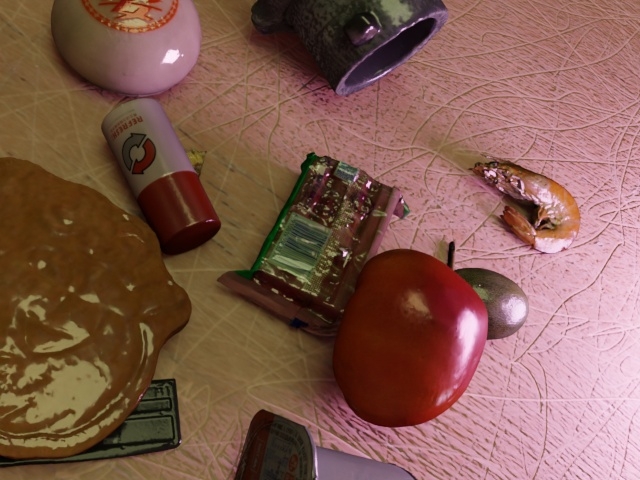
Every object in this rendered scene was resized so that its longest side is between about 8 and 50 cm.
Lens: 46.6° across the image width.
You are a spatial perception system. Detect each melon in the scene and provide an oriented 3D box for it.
[{"bbox_3d":[0.250,0.100,1.174,0.168,0.114,0.114,12,59,-24],"label":"melon"}]

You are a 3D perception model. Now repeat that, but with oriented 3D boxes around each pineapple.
[{"bbox_3d":[-0.205,-0.112,1.148,0.045,0.019,0.083,19,56,-20],"label":"pineapple"}]

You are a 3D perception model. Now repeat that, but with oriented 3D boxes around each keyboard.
[{"bbox_3d":[-0.260,0.221,0.935,0.382,0.041,0.103,-2,65,-18],"label":"keyboard"}]

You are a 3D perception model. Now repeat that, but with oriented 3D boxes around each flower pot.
[{"bbox_3d":[0.031,-0.420,1.277,0.299,0.299,0.282,-30,87,-33],"label":"flower pot"}]

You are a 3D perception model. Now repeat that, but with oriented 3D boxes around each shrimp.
[{"bbox_3d":[0.375,-0.070,1.356,0.249,0.068,0.150,33,60,-10],"label":"shrimp"}]

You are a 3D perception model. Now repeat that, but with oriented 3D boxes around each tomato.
[{"bbox_3d":[0.127,0.136,1.022,0.180,0.259,0.259,17,50,27],"label":"tomato"}]

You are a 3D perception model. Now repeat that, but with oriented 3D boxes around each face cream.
[{"bbox_3d":[-0.231,-0.093,1.078,0.096,0.096,0.214,-20,73,-31],"label":"face cream"}]

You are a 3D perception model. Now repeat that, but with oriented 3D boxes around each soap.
[{"bbox_3d":[0.001,-0.001,1.129,0.218,0.098,0.273,29,55,-7],"label":"soap"}]

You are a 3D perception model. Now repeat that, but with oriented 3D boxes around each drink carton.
[{"bbox_3d":[0.006,0.331,0.897,0.190,0.191,0.185,26,75,-25],"label":"drink carton"}]

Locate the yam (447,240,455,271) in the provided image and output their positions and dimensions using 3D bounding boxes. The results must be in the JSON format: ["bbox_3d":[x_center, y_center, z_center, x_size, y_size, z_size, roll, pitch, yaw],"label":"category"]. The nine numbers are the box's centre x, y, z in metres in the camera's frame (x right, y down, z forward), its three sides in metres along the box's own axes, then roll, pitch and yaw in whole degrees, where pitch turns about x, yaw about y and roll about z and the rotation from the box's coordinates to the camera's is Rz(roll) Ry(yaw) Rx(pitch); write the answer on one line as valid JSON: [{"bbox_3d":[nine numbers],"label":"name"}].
[{"bbox_3d":[0.219,0.046,1.250,0.014,0.014,0.107,19,57,-13],"label":"yam"}]

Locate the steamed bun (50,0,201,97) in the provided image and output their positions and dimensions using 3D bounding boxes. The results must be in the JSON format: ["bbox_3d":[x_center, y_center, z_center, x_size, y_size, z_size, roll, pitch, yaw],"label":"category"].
[{"bbox_3d":[-0.296,-0.346,1.159,0.232,0.145,0.231,11,59,-19],"label":"steamed bun"}]

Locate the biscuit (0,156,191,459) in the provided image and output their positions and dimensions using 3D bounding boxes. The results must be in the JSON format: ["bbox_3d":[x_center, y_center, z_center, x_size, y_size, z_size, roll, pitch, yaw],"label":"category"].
[{"bbox_3d":[-0.365,0.073,0.927,0.385,0.062,0.365,34,54,4],"label":"biscuit"}]
